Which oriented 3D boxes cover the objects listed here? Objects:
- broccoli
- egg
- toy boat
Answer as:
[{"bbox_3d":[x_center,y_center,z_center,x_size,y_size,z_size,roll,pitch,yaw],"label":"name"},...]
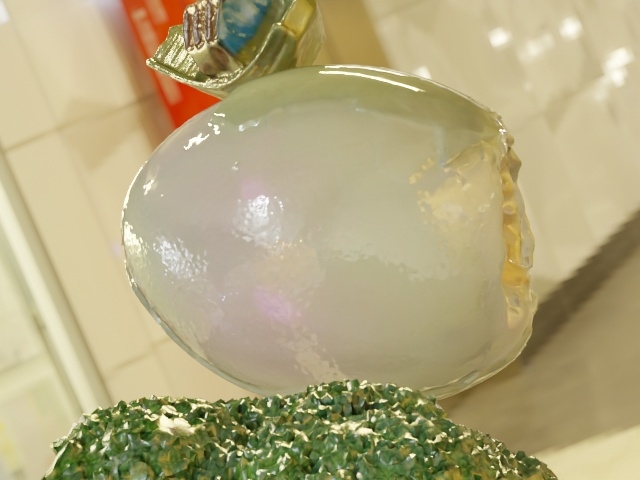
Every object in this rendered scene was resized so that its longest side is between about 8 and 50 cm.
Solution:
[{"bbox_3d":[0.008,0.183,0.664,0.269,0.254,0.269,-12,43,11],"label":"broccoli"},{"bbox_3d":[0.000,0.000,1.026,0.217,0.183,0.183,-6,7,12],"label":"egg"},{"bbox_3d":[-0.049,-0.115,1.120,0.065,0.066,0.172,-59,21,-17],"label":"toy boat"}]
